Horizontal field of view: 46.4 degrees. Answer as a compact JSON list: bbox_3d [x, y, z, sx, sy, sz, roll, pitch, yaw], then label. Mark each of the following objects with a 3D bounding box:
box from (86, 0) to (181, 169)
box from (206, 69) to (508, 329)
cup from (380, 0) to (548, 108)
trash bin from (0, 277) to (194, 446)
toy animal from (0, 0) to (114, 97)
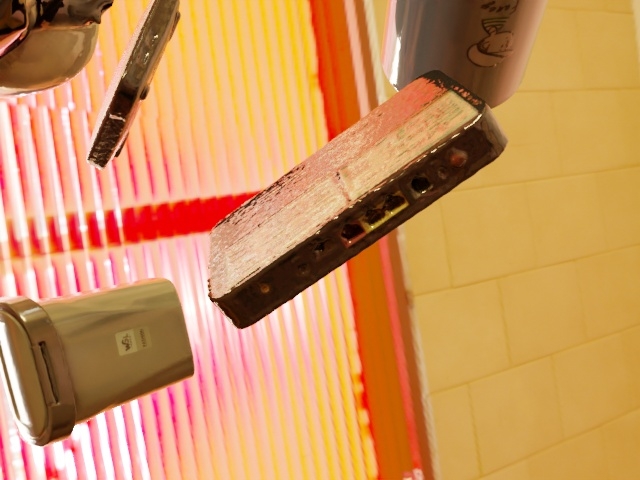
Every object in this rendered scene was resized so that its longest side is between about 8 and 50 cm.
[{"bbox_3d":[-0.367,-0.308,1.456,0.290,0.073,0.288,-43,-151,51],"label":"box"},{"bbox_3d":[0.026,-0.053,0.838,0.058,0.350,0.211,53,8,-25],"label":"box"},{"bbox_3d":[0.186,-0.329,0.931,0.312,0.206,0.205,89,-24,-61],"label":"cup"},{"bbox_3d":[-0.346,0.166,1.143,0.219,0.250,0.219,-2,-79,59],"label":"trash bin"},{"bbox_3d":[-0.290,-0.222,0.555,0.310,0.251,0.250,-113,-160,-79],"label":"toy animal"}]
